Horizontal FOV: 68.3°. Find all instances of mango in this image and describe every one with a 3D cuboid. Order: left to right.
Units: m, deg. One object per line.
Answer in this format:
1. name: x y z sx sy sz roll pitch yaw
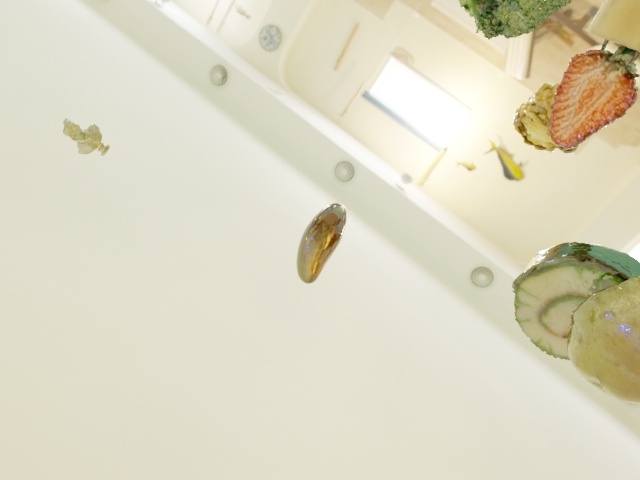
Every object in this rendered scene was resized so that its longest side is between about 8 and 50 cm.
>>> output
1. mango: 0.000 0.000 1.390 0.111 0.268 0.133 31 163 -18

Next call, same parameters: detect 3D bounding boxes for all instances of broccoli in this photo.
1. broccoli: 0.309 -0.462 0.758 0.245 0.265 0.295 -3 -137 -32

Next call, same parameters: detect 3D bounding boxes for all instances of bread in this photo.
1. bread: 0.732 0.188 1.298 0.382 0.366 0.129 44 -130 15
2. bread: 0.677 -0.506 0.993 0.139 0.178 0.060 28 -135 10

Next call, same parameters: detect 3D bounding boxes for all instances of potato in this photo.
1. potato: 0.729 0.290 1.080 0.330 0.280 0.213 37 -140 -9

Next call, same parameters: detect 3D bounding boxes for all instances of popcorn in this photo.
1. popcorn: 0.714 -0.365 1.420 0.250 0.190 0.250 18 -179 0

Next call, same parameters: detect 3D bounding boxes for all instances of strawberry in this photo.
1. strawberry: 0.702 -0.373 1.219 0.188 0.286 0.106 38 -155 22

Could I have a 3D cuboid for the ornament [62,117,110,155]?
1. ornament: -0.488 -0.213 0.985 0.092 0.069 0.041 4 -169 -34
